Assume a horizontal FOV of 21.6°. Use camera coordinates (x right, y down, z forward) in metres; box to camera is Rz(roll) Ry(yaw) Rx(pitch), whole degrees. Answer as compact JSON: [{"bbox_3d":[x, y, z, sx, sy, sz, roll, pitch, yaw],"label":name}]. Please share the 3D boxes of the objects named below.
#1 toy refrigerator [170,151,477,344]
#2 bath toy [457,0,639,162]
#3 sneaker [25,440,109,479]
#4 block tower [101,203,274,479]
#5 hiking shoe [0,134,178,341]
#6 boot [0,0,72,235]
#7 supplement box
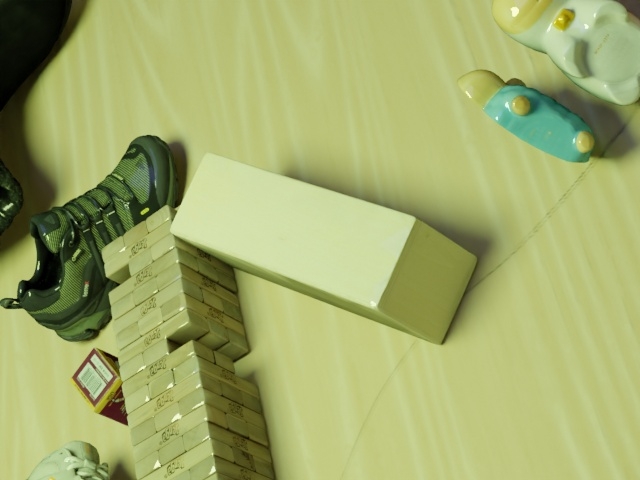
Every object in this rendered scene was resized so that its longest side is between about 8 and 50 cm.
[{"bbox_3d":[0.000,0.000,1.494,0.269,0.102,0.094,18,82,44],"label":"toy refrigerator"},{"bbox_3d":[0.259,-0.233,1.386,0.348,0.151,0.129,-52,4,9],"label":"bath toy"},{"bbox_3d":[-0.227,0.235,1.529,0.262,0.099,0.121,-18,47,58],"label":"sneaker"},{"bbox_3d":[-0.122,0.124,1.541,0.097,0.091,0.335,-33,51,24],"label":"block tower"},{"bbox_3d":[-0.227,-0.012,1.676,0.086,0.114,0.227,24,85,43],"label":"hiking shoe"},{"bbox_3d":[-0.372,-0.137,1.811,0.348,0.131,0.260,-47,38,6],"label":"boot"},{"bbox_3d":[-0.186,0.143,1.588,0.043,0.083,0.055,-53,47,6],"label":"supplement box"}]
